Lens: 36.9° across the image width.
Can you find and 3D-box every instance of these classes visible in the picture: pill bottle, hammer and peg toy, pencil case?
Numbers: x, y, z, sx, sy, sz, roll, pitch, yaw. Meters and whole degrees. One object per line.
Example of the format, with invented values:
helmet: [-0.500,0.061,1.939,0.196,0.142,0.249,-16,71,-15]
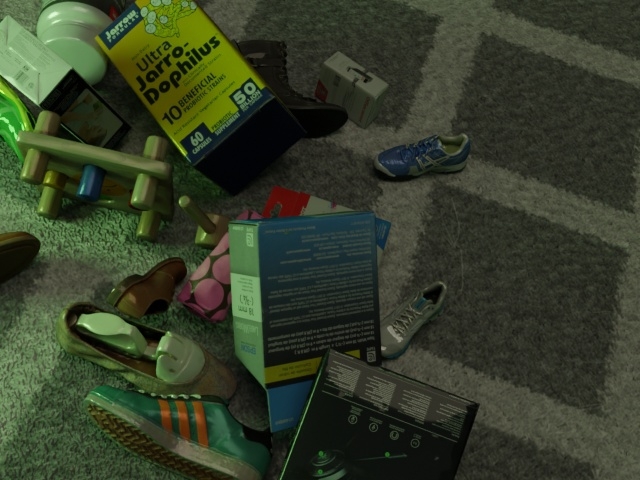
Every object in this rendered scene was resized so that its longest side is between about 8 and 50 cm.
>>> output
pill bottle: [-0.479,-0.454,1.932,0.161,0.161,0.283,6,54,-9]
hammer and peg toy: [-0.325,-0.098,1.650,0.361,0.266,0.127,13,72,-3]
pencil case: [-0.149,0.048,1.647,0.098,0.095,0.209,37,85,8]

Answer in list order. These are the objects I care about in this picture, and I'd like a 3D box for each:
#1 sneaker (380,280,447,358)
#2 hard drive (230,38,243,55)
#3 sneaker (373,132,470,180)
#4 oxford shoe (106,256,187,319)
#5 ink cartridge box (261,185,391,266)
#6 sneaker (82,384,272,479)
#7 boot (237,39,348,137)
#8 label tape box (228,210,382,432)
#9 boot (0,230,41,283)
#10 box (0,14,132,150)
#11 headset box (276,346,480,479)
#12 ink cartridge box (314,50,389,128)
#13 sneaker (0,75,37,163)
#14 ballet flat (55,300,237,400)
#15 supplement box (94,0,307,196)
sneaker: [0.159,0.132,1.706,0.071,0.083,0.191,40,57,14]
hard drive: [-0.215,-0.342,1.952,0.135,0.022,0.094,-30,55,7]
sneaker: [0.206,-0.178,1.940,0.211,0.081,0.080,-12,60,-19]
oxford shoe: [-0.275,0.087,1.612,0.076,0.076,0.212,40,25,6]
ink cartridge box: [0.000,0.000,1.766,0.231,0.078,0.134,19,53,1]
sneaker: [-0.216,0.288,1.499,0.302,0.108,0.121,27,52,-3]
boot: [-0.079,-0.328,1.977,0.263,0.091,0.229,2,55,-9]
label tape box: [-0.022,0.125,1.594,0.241,0.106,0.333,-6,96,-35]
boot: [-0.642,-0.008,1.624,0.283,0.109,0.220,-24,59,-19]
box: [-0.470,-0.266,1.718,0.169,0.290,0.087,39,85,16]
headset box: [0.073,0.340,1.454,0.246,0.131,0.283,20,76,1]
ink cartridge box: [0.065,-0.313,1.993,0.135,0.099,0.056,36,54,12]
sneaker: [-0.616,-0.234,1.795,0.123,0.109,0.295,-39,70,-9]
ballet flat: [-0.284,0.181,1.554,0.316,0.106,0.107,18,54,0]
supplement box: [-0.225,-0.292,1.812,0.194,0.195,0.356,-41,67,4]
